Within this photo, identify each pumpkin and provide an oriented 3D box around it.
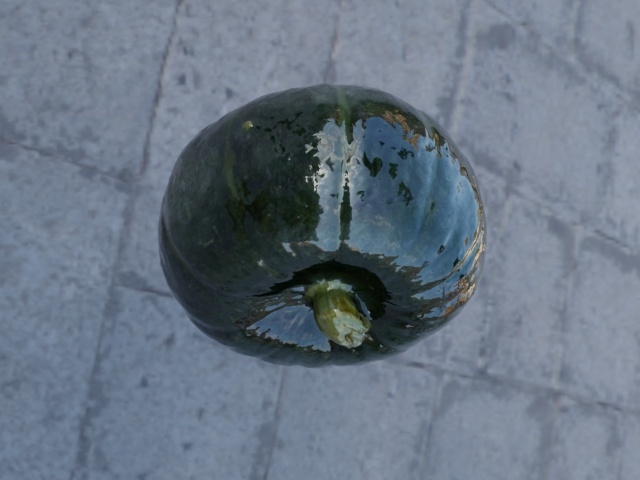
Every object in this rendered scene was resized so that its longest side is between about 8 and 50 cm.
[{"bbox_3d":[0.000,0.000,1.020,0.300,0.300,0.207,42,38,-43],"label":"pumpkin"}]
